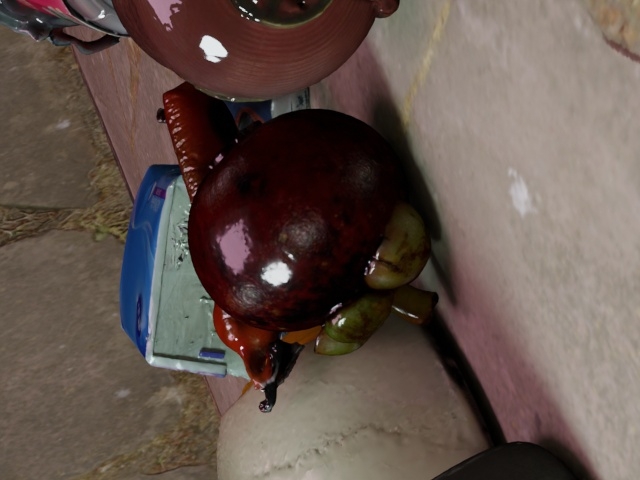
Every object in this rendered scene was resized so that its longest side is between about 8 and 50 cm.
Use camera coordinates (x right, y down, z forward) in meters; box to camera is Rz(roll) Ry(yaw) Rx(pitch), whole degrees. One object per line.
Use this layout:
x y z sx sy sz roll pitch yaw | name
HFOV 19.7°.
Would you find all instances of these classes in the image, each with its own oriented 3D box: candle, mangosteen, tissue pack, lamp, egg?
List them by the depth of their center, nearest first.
-0.047 -0.181 1.209 0.258 0.180 0.180 -139 30 -73 | lamp
0.000 0.000 1.340 0.200 0.199 0.200 159 90 -80 | mangosteen
-0.071 -0.001 1.460 0.084 0.059 0.302 20 -134 -43 | candle
0.027 0.209 1.486 0.337 0.201 0.337 158 90 -82 | egg
-0.122 0.024 1.895 0.263 0.146 0.198 -157 75 -76 | tissue pack

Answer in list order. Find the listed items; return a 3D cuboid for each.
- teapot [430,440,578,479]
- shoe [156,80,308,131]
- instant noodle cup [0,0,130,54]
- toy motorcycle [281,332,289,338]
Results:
0.058 0.298 1.234 0.305 0.285 0.223 89 159 -60 | teapot
-0.076 -0.103 1.615 0.228 0.125 0.099 84 159 -51 | shoe
-0.179 -0.278 1.550 0.181 0.258 0.302 33 151 50 | instant noodle cup
0.002 0.132 1.810 0.225 0.073 0.152 109 147 -63 | toy motorcycle
